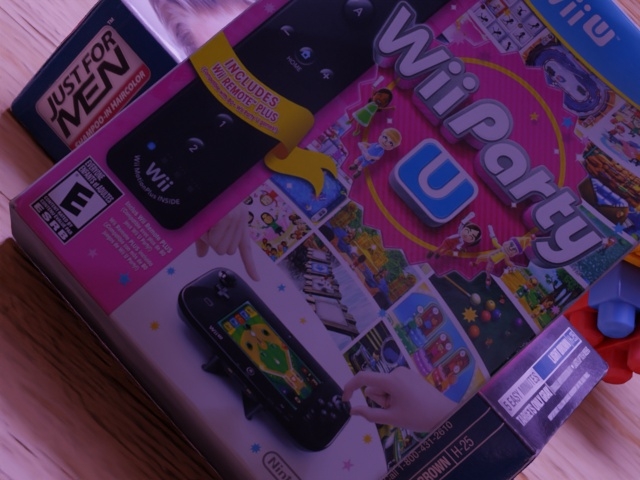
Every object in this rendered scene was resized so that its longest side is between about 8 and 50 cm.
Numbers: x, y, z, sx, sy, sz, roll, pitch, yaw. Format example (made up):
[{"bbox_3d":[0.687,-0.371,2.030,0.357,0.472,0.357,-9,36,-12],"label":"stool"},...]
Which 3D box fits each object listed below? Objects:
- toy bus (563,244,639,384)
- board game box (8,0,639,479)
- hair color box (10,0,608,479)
[{"bbox_3d":[0.199,0.001,1.346,0.149,0.220,0.211,22,67,-30],"label":"toy bus"},{"bbox_3d":[0.027,-0.026,0.962,0.224,0.303,0.097,48,-15,4],"label":"board game box"},{"bbox_3d":[0.000,0.000,1.099,0.347,0.105,0.174,47,25,5],"label":"hair color box"}]
